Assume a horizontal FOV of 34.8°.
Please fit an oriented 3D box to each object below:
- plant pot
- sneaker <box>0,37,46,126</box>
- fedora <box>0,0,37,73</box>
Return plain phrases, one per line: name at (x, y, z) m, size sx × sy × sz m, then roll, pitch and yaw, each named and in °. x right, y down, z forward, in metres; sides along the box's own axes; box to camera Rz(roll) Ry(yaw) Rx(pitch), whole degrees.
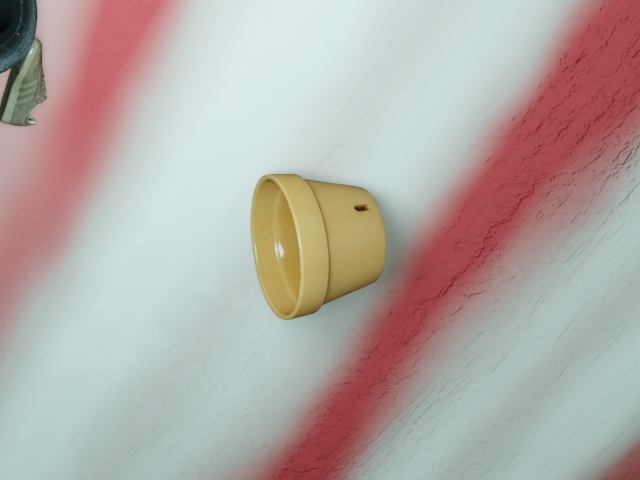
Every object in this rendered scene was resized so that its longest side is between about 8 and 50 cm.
plant pot at (0.000, 0.000, 2.053) m, size 0.204 × 0.291 × 0.290 m, roll -9°, pitch 126°, yaw -22°
sneaker at (-0.542, -0.296, 1.911) m, size 0.071 × 0.066 × 0.188 m, roll 10°, pitch 129°, yaw -33°
fedora at (-0.663, -0.400, 1.741) m, size 0.334 × 0.334 × 0.152 m, roll 35°, pitch 148°, yaw -26°
